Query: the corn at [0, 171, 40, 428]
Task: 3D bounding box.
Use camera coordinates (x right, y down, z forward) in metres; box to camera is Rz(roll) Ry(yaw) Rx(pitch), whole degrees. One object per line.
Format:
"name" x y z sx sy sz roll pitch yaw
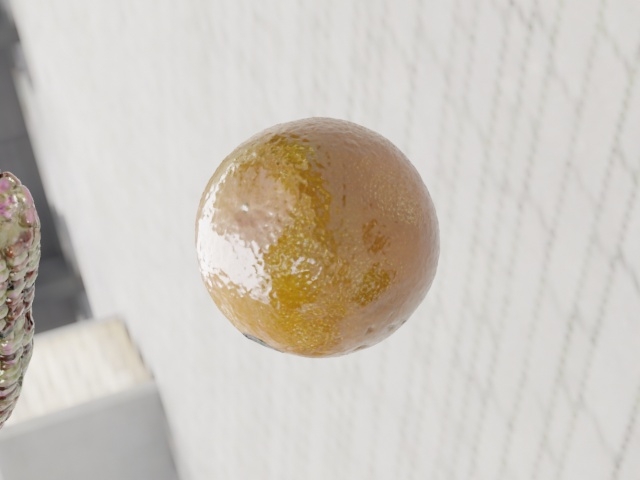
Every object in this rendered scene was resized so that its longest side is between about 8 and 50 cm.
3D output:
"corn" -0.224 0.048 1.185 0.280 0.092 0.092 113 139 -59

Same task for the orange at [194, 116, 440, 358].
"orange" 0.000 0.000 1.495 0.206 0.206 0.206 164 90 -77
